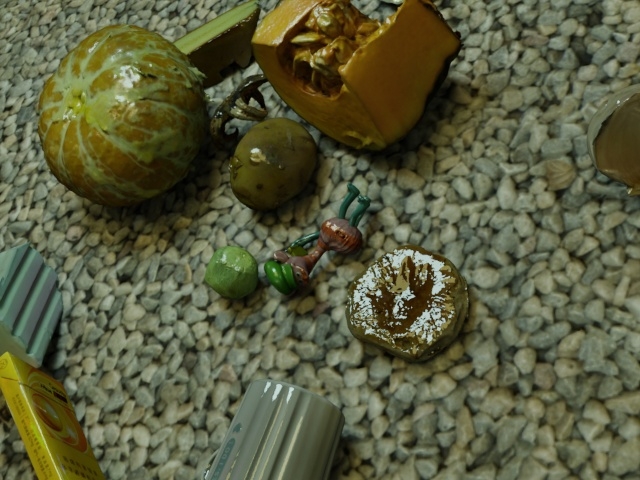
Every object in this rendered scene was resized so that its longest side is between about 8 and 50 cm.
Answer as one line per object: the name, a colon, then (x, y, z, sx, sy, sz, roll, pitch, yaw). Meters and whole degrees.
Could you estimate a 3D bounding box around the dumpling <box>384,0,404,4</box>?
dumpling: (0.202, -0.568, 1.708, 0.227, 0.243, 0.175, 21, 30, 13)

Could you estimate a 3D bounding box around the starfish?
starfish: (-0.140, -0.234, 1.650, 0.190, 0.074, 0.146, -31, 21, 48)

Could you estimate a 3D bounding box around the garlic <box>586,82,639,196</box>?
garlic: (0.499, -0.163, 1.317, 0.230, 0.178, 0.142, 8, 31, 7)

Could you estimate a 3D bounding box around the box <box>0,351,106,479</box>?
box: (-0.415, 0.304, 1.433, 0.043, 0.152, 0.269, -38, 53, -2)

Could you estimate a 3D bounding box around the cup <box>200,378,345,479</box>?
cup: (-0.088, 0.307, 1.284, 0.221, 0.167, 0.202, 9, 62, 26)

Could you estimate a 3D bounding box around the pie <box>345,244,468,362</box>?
pie: (0.131, 0.089, 1.390, 0.195, 0.046, 0.195, -11, 56, 17)

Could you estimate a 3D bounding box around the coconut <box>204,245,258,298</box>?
coconut: (-0.145, 0.055, 1.509, 0.088, 0.096, 0.087, 10, 43, -9)

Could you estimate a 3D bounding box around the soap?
soap: (-0.530, 0.116, 1.593, 0.091, 0.145, 0.230, -26, 27, 13)

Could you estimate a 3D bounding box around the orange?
orange: (-0.350, -0.217, 1.647, 0.329, 0.249, 0.329, -15, 67, 39)

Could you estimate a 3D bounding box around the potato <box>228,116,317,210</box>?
potato: (-0.078, -0.133, 1.567, 0.137, 0.137, 0.175, 15, 71, 30)

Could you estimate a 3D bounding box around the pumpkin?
pumpkin: (0.057, -0.307, 1.528, 0.303, 0.256, 0.225, 32, 73, 28)

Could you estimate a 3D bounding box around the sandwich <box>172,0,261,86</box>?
sandwich: (-0.204, -0.373, 1.792, 0.244, 0.088, 0.090, -29, 45, 9)

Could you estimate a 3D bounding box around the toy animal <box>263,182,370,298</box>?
toy animal: (0.000, 0.000, 1.480, 0.208, 0.100, 0.103, -46, 31, 3)
